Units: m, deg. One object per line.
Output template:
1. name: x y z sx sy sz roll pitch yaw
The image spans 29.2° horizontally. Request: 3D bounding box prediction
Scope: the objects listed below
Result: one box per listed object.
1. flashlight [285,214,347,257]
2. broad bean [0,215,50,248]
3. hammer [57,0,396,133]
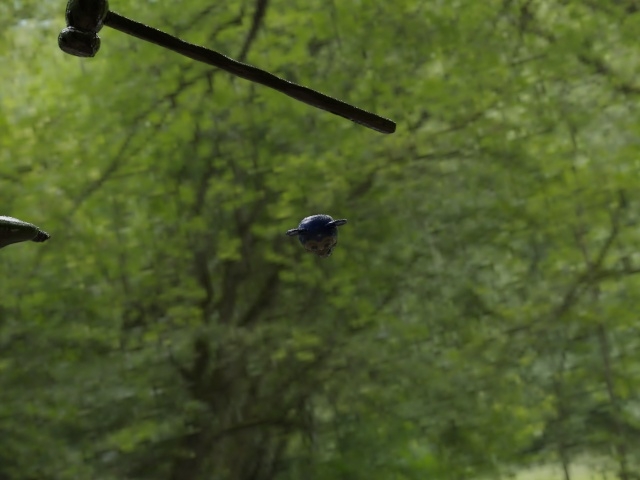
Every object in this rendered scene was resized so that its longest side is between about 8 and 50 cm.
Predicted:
1. flashlight: 0.000 0.000 1.170 0.057 0.035 0.121 -13 -9 1
2. broad bean: -0.385 0.001 1.286 0.195 0.046 0.061 -6 -19 6
3. hammer: -0.056 -0.122 0.909 0.292 0.058 0.029 17 -7 -35
